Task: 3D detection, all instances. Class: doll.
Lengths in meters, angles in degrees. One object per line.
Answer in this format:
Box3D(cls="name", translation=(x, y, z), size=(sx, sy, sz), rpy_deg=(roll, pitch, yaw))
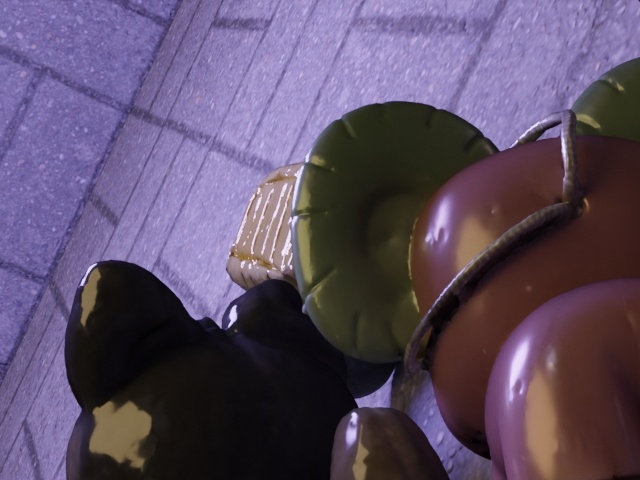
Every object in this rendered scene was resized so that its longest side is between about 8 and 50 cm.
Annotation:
Box3D(cls="doll", translation=(-0.012, 0.188, 0.857), size=(0.379, 0.252, 0.382), rpy_deg=(-11, 84, 38))
Box3D(cls="doll", translation=(0.132, 0.020, 0.668), size=(0.216, 0.284, 0.268), rpy_deg=(83, 176, -66))

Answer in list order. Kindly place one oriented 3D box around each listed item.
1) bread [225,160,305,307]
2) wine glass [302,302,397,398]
Box3D(cls="bread", translation=(0.000, 0.000, 1.204), size=(0.140, 0.106, 0.236), rpy_deg=(-67, 20, -10))
Box3D(cls="wine glass", translation=(0.086, -0.023, 0.940), size=(0.309, 0.096, 0.264), rpy_deg=(160, 111, -63))
